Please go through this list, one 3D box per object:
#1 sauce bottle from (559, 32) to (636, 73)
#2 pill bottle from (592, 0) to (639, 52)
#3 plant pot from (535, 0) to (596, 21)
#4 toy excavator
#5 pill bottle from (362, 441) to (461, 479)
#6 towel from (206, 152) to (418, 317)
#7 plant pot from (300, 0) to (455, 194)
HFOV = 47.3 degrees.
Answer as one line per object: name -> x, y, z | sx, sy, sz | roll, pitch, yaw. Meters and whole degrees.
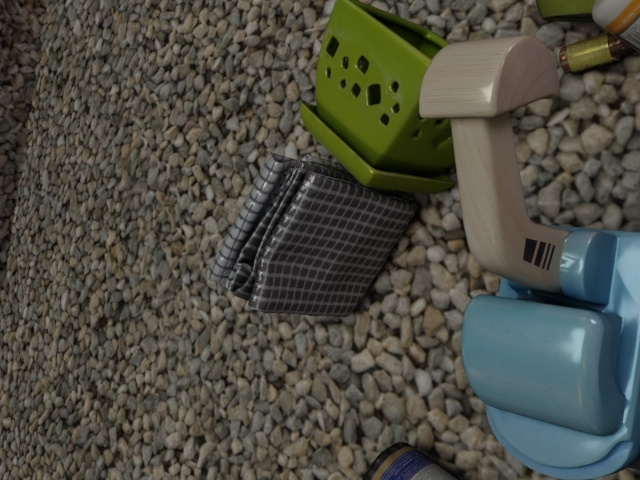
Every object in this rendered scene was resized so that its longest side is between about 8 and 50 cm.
sauce bottle -> 0.388, -0.258, 0.980 | 0.128, 0.042, 0.042 | -7, 78, 41
pill bottle -> 0.449, -0.232, 0.774 | 0.278, 0.162, 0.162 | 33, 108, 1
plant pot -> 0.358, -0.431, 0.916 | 0.275, 0.275, 0.293 | 10, 106, 41
toy excavator -> 0.246, 0.048, 0.785 | 0.222, 0.445, 0.433 | 8, 88, 41
pill bottle -> 0.167, 0.387, 1.011 | 0.219, 0.123, 0.123 | 28, 101, 40
towel -> 0.000, 0.000, 1.114 | 0.121, 0.283, 0.235 | 44, 112, 35
plant pot -> 0.117, -0.201, 1.092 | 0.227, 0.228, 0.207 | 47, 121, 35
